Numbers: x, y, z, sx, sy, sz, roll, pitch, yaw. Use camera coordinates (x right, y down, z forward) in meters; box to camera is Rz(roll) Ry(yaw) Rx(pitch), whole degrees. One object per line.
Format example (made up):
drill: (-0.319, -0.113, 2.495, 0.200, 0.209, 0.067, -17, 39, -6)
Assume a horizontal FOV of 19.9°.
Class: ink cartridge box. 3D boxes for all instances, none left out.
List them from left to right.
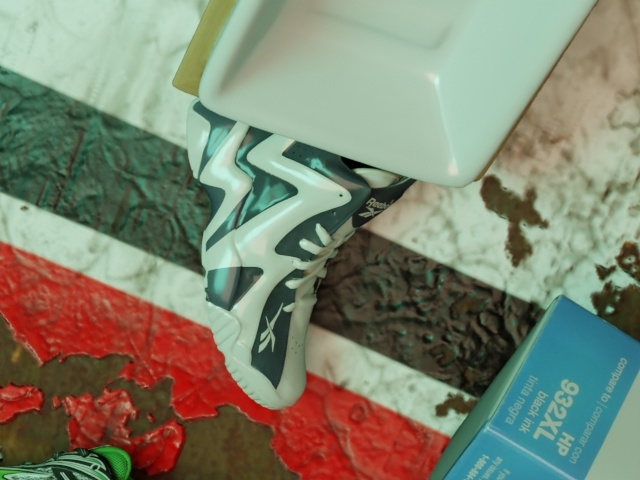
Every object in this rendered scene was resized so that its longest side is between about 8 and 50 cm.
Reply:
ink cartridge box: (0.228, 0.210, 1.220, 0.307, 0.129, 0.223, 32, 143, 4)

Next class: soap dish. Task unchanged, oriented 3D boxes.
soap dish: (0.061, -0.182, 1.162, 0.229, 0.118, 0.291, 17, 132, -15)

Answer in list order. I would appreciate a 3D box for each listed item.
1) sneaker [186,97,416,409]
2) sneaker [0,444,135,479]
sneaker: (0.000, 0.000, 1.293, 0.153, 0.094, 0.235, -8, 89, 20)
sneaker: (-0.216, 0.216, 1.377, 0.343, 0.134, 0.146, 19, 67, 13)
